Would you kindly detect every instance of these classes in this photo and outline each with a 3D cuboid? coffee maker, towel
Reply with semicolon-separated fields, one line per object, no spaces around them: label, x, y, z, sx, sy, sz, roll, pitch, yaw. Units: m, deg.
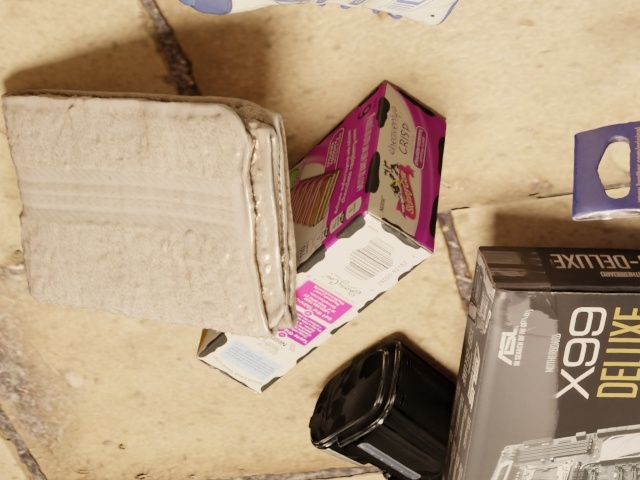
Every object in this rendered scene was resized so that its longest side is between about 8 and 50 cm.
coffee maker;0.106;0.173;1.669;0.178;0.120;0.171;36;110;-26
towel;-0.141;-0.025;1.428;0.282;0.049;0.187;5;107;35

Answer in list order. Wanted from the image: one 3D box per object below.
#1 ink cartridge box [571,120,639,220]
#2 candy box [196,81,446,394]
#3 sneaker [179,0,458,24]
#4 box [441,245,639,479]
ink cartridge box;0.386;-0.029;1.299;0.396;0.270;0.151;15;133;-5
candy box;0.000;0.000;1.467;0.071;0.159;0.233;31;130;-20
sneaker;0.038;-0.198;1.298;0.297;0.112;0.131;-13;132;21
box;0.240;0.152;1.560;0.243;0.076;0.307;2;121;-9
